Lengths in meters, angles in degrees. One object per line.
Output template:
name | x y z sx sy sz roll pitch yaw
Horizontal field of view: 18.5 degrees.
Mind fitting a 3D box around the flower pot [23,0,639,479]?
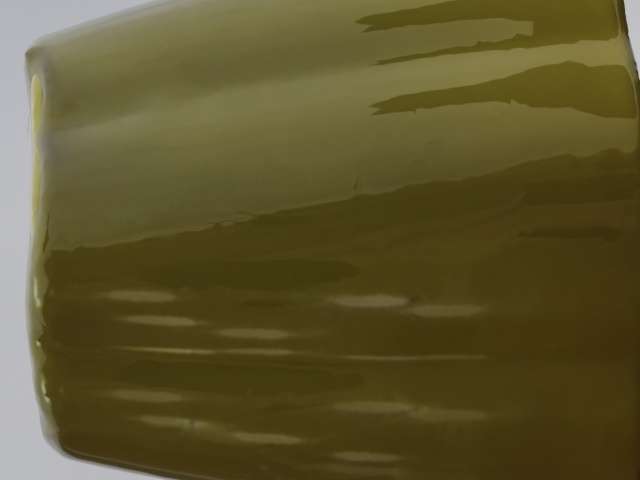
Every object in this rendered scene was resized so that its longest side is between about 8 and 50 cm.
flower pot | 0.000 0.000 0.616 0.179 0.195 0.195 -4 -25 -4
